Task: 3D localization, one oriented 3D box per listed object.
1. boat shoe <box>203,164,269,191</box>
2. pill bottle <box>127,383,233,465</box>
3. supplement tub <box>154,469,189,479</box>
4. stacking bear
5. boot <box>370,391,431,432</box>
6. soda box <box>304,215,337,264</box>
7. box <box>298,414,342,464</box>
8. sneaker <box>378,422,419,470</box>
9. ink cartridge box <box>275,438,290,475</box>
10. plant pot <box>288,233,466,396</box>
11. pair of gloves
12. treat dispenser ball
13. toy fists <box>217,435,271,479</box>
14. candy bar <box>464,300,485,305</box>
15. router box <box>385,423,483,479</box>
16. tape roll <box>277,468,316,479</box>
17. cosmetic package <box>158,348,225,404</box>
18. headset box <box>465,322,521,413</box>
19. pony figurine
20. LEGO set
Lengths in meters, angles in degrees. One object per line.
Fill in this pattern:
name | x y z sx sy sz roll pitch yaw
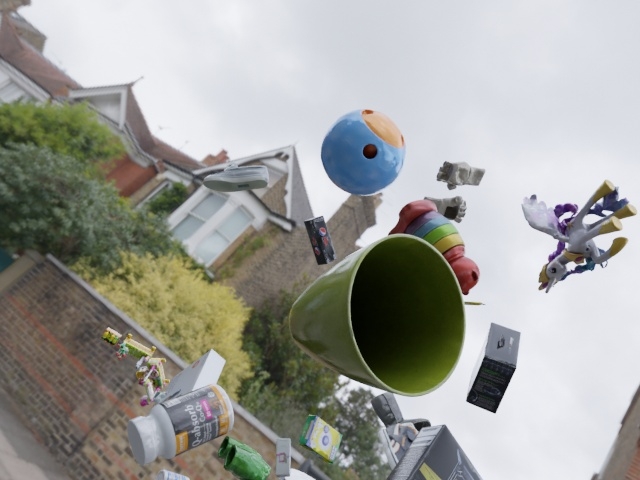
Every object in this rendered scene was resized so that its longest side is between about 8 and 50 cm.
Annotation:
boat shoe | -0.290 -0.221 1.777 0.227 0.081 0.079 -3 -26 3
pill bottle | -0.414 0.546 1.528 0.162 0.278 0.162 17 -67 47
supplement tub | -0.521 0.852 1.800 0.107 0.071 0.071 35 -16 -33
stacking bear | 0.359 0.033 1.534 0.289 0.164 0.175 56 -34 29
boot | 0.313 0.681 2.021 0.208 0.189 0.076 -114 -167 -67
soda box | 0.000 0.000 1.827 0.060 0.053 0.169 -10 -81 55
box | 0.009 0.690 1.766 0.043 0.105 0.179 -10 -46 40
sneaker | 0.266 0.649 1.552 0.321 0.127 0.126 -113 178 -78
ink cartridge box | -0.133 0.780 1.840 0.052 0.122 0.088 1 -28 -1
plant pot | 0.074 0.150 0.986 0.275 0.275 0.293 50 -34 -15
pair of gloves | 0.497 -0.181 1.917 0.204 0.240 0.042 11 26 -28
treat dispenser ball | 0.144 -0.294 1.726 0.288 0.288 0.288 35 -25 19
toy fists | -0.247 0.721 1.658 0.142 0.096 0.279 31 -18 -11
candy bar | 0.666 0.285 2.335 0.161 0.018 0.040 2 -6 3
router box | 0.273 0.599 1.096 0.081 0.243 0.309 -34 -90 46
tape roll | -0.047 0.968 1.874 0.286 0.100 0.286 35 -4 3
cosmetic package | -0.568 0.663 2.139 0.284 0.377 0.097 -36 -73 22
headset box | 0.722 0.517 2.131 0.131 0.246 0.283 19 -57 16
pony figurine | 0.850 -0.027 1.707 0.303 0.351 0.363 27 -42 -7
LEGO set | -0.551 0.387 1.536 0.132 0.107 0.287 -20 -69 16
